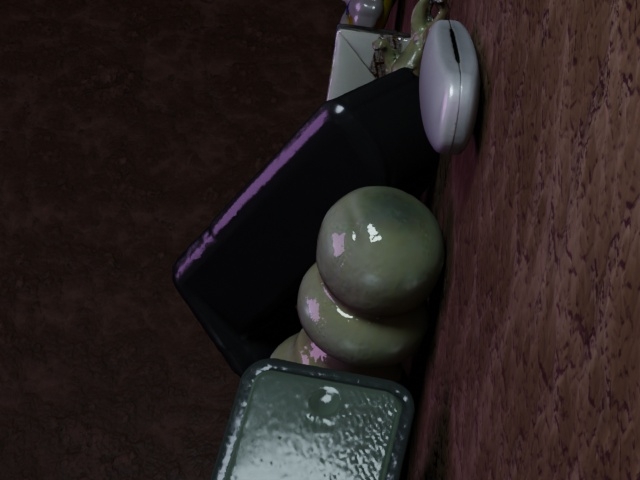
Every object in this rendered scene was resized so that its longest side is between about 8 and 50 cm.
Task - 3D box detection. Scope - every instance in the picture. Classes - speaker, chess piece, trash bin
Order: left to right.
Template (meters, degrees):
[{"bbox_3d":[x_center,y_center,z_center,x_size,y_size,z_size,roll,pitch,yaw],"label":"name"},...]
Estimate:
[{"bbox_3d":[-0.010,0.295,1.238,0.343,0.158,0.223,87,-165,-56],"label":"trash bin"},{"bbox_3d":[0.000,0.000,1.474,0.388,0.184,0.180,-45,-8,38],"label":"speaker"},{"bbox_3d":[0.040,0.089,1.348,0.182,0.182,0.330,-86,8,-51],"label":"chess piece"}]

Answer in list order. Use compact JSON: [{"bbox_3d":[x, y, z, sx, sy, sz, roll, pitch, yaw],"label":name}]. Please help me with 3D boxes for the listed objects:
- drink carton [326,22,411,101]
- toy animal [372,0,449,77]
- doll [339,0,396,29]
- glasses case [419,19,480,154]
[{"bbox_3d":[0.059,-0.106,1.671,0.194,0.132,0.324,-89,6,-78],"label":"drink carton"},{"bbox_3d":[0.104,-0.221,1.501,0.069,0.086,0.219,35,122,42],"label":"toy animal"},{"bbox_3d":[0.088,-0.451,2.312,0.237,0.111,0.252,109,172,-78],"label":"doll"},{"bbox_3d":[0.116,-0.141,1.179,0.197,0.049,0.076,-87,3,-63],"label":"glasses case"}]
